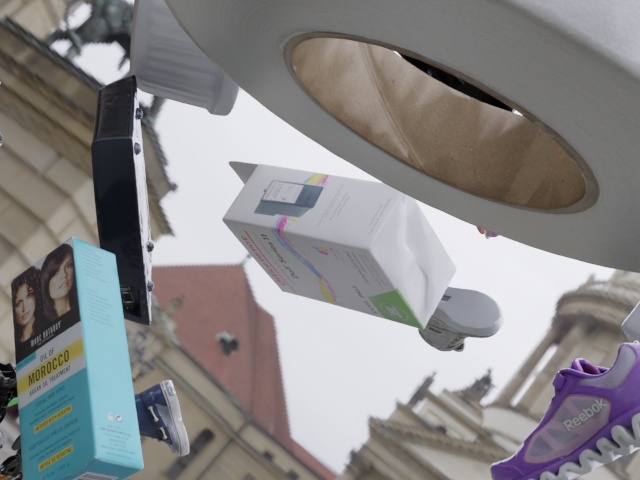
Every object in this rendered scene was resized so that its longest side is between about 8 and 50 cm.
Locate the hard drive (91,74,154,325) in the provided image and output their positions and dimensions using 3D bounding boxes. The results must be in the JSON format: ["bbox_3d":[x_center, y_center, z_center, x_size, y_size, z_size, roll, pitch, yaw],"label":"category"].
[{"bbox_3d":[-0.228,-0.045,1.096,0.172,0.054,0.254,-103,-167,-54],"label":"hard drive"}]

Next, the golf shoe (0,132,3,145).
[{"bbox_3d":[-0.338,-0.160,0.867,0.069,0.086,0.176,-91,179,-65],"label":"golf shoe"}]

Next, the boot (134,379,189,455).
[{"bbox_3d":[-0.276,0.308,1.577,0.190,0.086,0.069,86,-19,-44],"label":"boot"}]

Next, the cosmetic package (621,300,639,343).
[{"bbox_3d":[0.649,0.128,1.211,0.329,0.327,0.394,35,-4,36],"label":"cosmetic package"}]

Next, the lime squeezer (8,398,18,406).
[{"bbox_3d":[-0.576,0.268,1.489,0.110,0.310,0.059,-161,-112,-79],"label":"lime squeezer"}]

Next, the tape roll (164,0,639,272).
[{"bbox_3d":[0.086,-0.096,0.572,0.392,0.072,0.392,28,-9,5],"label":"tape roll"}]

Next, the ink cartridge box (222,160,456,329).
[{"bbox_3d":[0.000,0.000,1.413,0.353,0.119,0.207,12,-29,40],"label":"ink cartridge box"}]

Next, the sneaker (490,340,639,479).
[{"bbox_3d":[0.260,0.177,0.940,0.236,0.095,0.104,-39,-112,33],"label":"sneaker"}]

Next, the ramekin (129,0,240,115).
[{"bbox_3d":[-0.160,-0.291,1.134,0.127,0.273,0.273,4,-13,-14],"label":"ramekin"}]

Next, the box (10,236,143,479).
[{"bbox_3d":[-0.242,0.125,0.918,0.060,0.100,0.244,30,35,-48],"label":"box"}]

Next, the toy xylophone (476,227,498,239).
[{"bbox_3d":[0.242,-0.137,1.524,0.236,0.081,0.322,77,-9,-47],"label":"toy xylophone"}]

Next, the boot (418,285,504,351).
[{"bbox_3d":[0.266,0.161,1.804,0.258,0.095,0.123,22,-37,56],"label":"boot"}]

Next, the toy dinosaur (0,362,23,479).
[{"bbox_3d":[-0.444,0.271,1.199,0.164,0.218,0.322,40,-1,10],"label":"toy dinosaur"}]

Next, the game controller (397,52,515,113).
[{"bbox_3d":[0.080,-0.238,0.799,0.319,0.067,0.166,54,-39,33],"label":"game controller"}]
